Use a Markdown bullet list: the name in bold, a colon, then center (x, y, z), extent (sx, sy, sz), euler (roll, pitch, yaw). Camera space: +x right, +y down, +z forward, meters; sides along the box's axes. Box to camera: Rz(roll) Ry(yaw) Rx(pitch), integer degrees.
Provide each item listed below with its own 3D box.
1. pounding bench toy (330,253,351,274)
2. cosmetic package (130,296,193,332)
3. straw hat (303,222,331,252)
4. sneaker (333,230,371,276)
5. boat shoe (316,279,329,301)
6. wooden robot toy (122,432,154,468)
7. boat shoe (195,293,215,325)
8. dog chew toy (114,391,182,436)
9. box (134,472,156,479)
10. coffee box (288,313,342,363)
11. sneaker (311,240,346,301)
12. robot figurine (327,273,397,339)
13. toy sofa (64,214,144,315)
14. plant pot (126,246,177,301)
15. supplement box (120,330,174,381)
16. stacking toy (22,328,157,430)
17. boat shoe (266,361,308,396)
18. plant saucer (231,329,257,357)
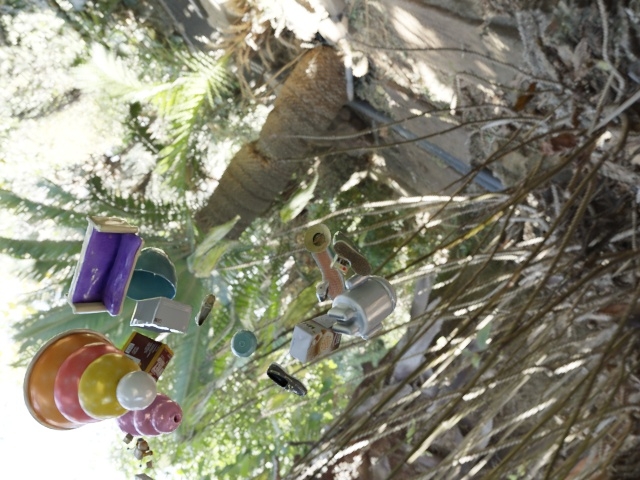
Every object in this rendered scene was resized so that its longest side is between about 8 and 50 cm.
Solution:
- **pounding bench toy**: center (0.083, 0.073, 1.768), extent (0.065, 0.083, 0.052), euler (26, -177, -7)
- **cosmetic package**: center (-0.559, 0.265, 1.727), extent (0.127, 0.107, 0.238), euler (26, 153, -34)
- **straw hat**: center (0.000, 0.000, 2.176), extent (0.144, 0.144, 0.061), euler (46, -171, 35)
- **sneaker**: center (0.110, 0.039, 1.710), extent (0.192, 0.064, 0.086), euler (43, -157, -32)
- **boat shoe**: center (0.008, 0.194, 1.900), extent (0.142, 0.049, 0.040), euler (-67, -34, -71)
- **wooden robot toy**: center (-0.683, 0.791, 1.894), extent (0.173, 0.079, 0.076), euler (35, -162, 30)
- **boat shoe**: center (-0.519, 0.315, 2.231), extent (0.056, 0.153, 0.048), euler (29, -176, -26)
- **dog chew toy**: center (-0.711, 0.729, 2.071), extent (0.332, 0.206, 0.206), euler (-5, 142, 34)
- **box**: center (-0.579, 0.875, 1.616), extent (0.038, 0.186, 0.145), euler (4, 165, -34)
- **coffee box**: center (-0.011, 0.419, 2.133), extent (0.098, 0.141, 0.247), euler (26, -159, 32)
- **sneaker**: center (0.054, 0.138, 2.262), extent (0.302, 0.108, 0.121), euler (70, -163, 7)
- **robot figurine**: center (0.194, 0.279, 2.136), extent (0.200, 0.353, 0.299), euler (6, 117, 46)
- **toy sofa**: center (-0.802, 0.101, 1.824), extent (0.177, 0.362, 0.150), euler (33, -163, 35)
- **plant pot**: center (-0.831, 0.149, 2.401), extent (0.290, 0.290, 0.195), euler (49, -148, -42)
- **supplement box**: center (-0.864, 0.579, 2.407), extent (0.194, 0.191, 0.129), euler (18, 148, 15)
- **stacking toy**: center (-0.702, 0.482, 1.627), extent (0.480, 0.350, 0.350), euler (-2, 145, 35)
- **boat shoe**: center (-0.161, 0.674, 2.337), extent (0.228, 0.081, 0.068), euler (38, -146, -1)
- **plant saucer**: center (-0.332, 0.441, 2.109), extent (0.119, 0.119, 0.021), euler (47, -179, 18)
